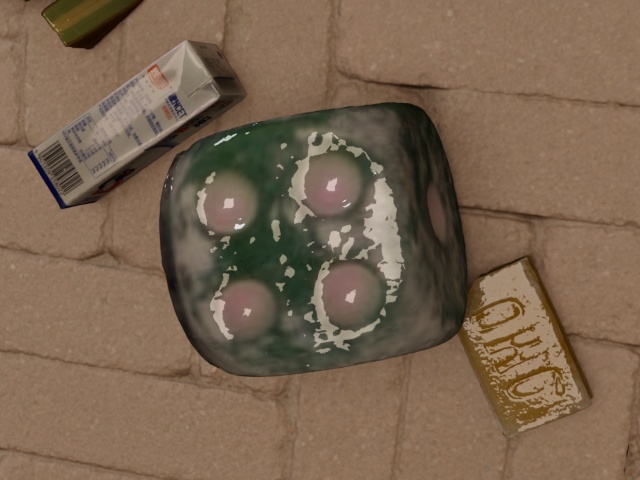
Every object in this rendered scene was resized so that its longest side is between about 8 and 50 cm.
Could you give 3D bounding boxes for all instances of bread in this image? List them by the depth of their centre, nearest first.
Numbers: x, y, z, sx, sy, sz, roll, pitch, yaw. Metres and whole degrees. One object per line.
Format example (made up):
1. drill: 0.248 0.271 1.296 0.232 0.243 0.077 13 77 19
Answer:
1. bread: -0.340 -0.360 1.854 0.139 0.084 0.074 -37 86 15

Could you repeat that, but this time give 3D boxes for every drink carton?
1. drink carton: -0.274 -0.176 1.836 0.315 0.130 0.107 -33 89 16

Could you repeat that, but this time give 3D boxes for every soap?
1. soap: 0.284 0.152 1.761 0.140 0.073 0.232 -24 89 12

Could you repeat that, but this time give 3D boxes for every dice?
1. dice: 0.000 0.000 1.673 0.348 0.330 0.328 -9 90 18
